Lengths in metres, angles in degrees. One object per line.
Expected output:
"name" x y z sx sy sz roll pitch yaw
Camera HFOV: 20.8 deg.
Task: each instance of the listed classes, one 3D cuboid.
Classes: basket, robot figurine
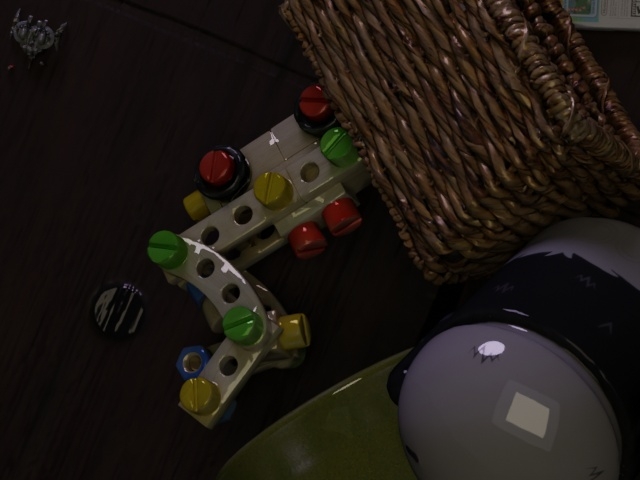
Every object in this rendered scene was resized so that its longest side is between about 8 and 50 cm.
"basket" 0.147 -0.150 1.359 0.213 0.223 0.299 -10 62 -36
"robot figurine" 0.176 0.094 1.244 0.173 0.278 0.209 48 139 3

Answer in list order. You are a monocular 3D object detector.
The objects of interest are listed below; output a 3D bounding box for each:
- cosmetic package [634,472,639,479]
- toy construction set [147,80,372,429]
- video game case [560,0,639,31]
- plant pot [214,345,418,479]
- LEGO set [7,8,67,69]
"cosmetic package" 0.317 0.197 1.345 0.160 0.309 0.113 35 94 -1
"toy construction set" 0.000 0.000 1.458 0.328 0.151 0.215 -25 63 -2
"video game case" 0.223 -0.260 1.500 0.143 0.019 0.157 3 92 6
"plant pot" 0.098 0.281 1.374 0.366 0.366 0.353 -32 76 5
"LEGO set" -0.264 -0.174 1.545 0.083 0.023 0.054 -42 87 4
